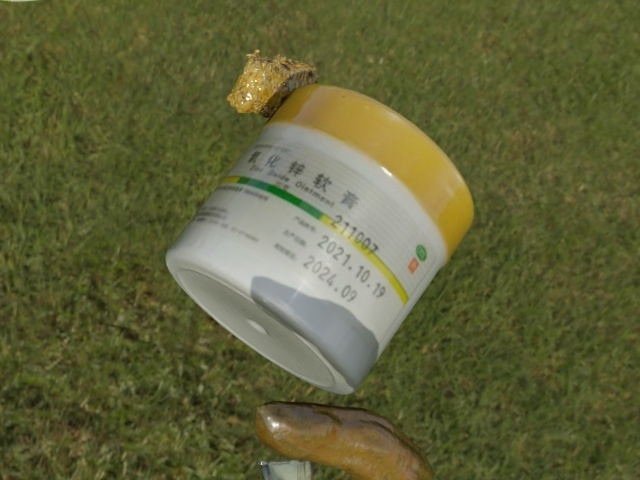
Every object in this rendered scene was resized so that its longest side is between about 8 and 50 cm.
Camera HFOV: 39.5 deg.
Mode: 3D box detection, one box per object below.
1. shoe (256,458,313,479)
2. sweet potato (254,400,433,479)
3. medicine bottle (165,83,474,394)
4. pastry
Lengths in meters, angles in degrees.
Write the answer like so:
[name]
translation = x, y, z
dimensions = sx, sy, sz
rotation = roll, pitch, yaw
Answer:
[shoe]
translation = -0.074, 0.488, 1.463
dimensions = 0.098, 0.103, 0.274
rotation = 8, 80, -2
[sweet potato]
translation = 0.025, 0.135, 0.570
dimensions = 0.182, 0.054, 0.053
rotation = 40, 52, -37
[medicine bottle]
translation = 0.000, 0.000, 0.911
dimensions = 0.238, 0.238, 0.232
rotation = 33, 71, 8
[pastry]
translation = -0.057, -0.191, 1.110
dimensions = 0.056, 0.080, 0.140
rotation = 23, 12, 30
